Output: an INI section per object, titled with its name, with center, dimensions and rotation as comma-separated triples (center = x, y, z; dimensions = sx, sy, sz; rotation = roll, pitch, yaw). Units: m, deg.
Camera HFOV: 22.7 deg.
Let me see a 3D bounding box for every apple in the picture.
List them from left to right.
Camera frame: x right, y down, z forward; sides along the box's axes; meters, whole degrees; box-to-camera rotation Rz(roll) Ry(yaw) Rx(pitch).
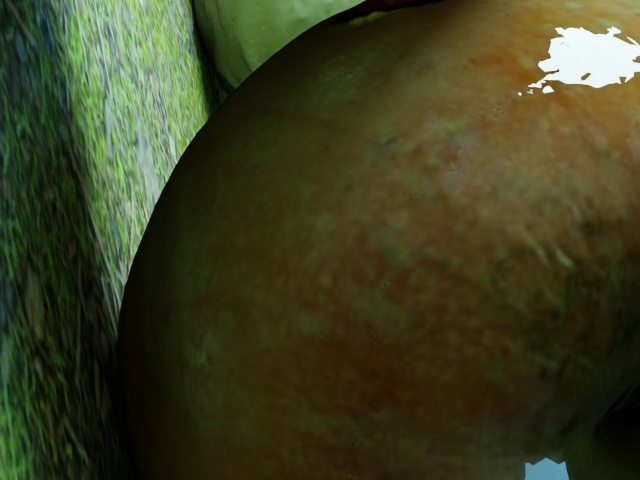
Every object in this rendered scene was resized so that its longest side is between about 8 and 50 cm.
[apple]
center = 0.074, 0.052, 0.666
dimensions = 0.305, 0.338, 0.339
rotation = -160, -124, -66

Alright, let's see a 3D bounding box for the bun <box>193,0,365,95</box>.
[bun]
center = 0.059, -0.131, 1.202
dimensions = 0.202, 0.364, 0.364
rotation = -60, 162, -17
